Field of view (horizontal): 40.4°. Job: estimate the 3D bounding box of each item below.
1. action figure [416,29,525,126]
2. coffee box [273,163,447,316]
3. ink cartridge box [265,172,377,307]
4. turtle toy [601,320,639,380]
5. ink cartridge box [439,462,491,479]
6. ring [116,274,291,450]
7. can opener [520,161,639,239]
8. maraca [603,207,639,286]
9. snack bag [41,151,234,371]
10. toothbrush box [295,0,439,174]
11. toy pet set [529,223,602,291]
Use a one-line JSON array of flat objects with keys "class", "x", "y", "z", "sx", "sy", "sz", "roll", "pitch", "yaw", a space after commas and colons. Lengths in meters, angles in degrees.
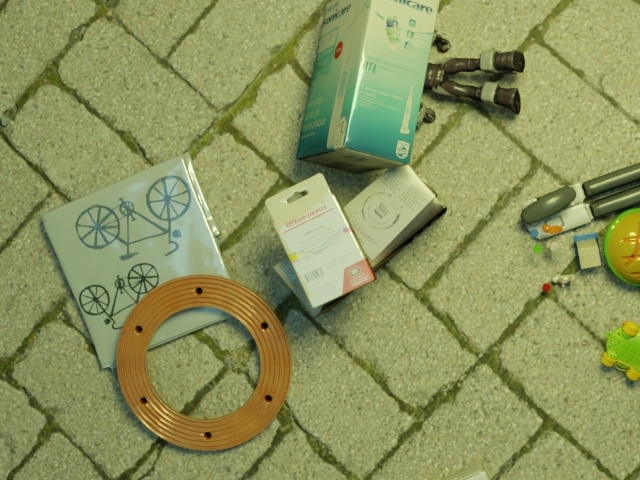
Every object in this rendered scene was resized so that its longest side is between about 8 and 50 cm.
[{"class": "action figure", "x": 0.220, "y": -0.295, "z": 1.582, "sx": 0.285, "sy": 0.099, "sz": 0.185, "roll": 11, "pitch": 97, "yaw": 23}, {"class": "coffee box", "x": 0.077, "y": -0.004, "z": 1.556, "sx": 0.297, "sy": 0.168, "sz": 0.119, "roll": -41, "pitch": 83, "yaw": 6}, {"class": "ink cartridge box", "x": 0.000, "y": 0.000, "z": 1.449, "sx": 0.115, "sy": 0.067, "sz": 0.198, "roll": -25, "pitch": 85, "yaw": 7}, {"class": "turtle toy", "x": 0.561, "y": 0.193, "z": 1.529, "sx": 0.130, "sy": 0.066, "sz": 0.095, "roll": 29, "pitch": 116, "yaw": 5}, {"class": "ink cartridge box", "x": 0.269, "y": 0.516, "z": 1.555, "sx": 0.140, "sy": 0.082, "sz": 0.190, "roll": -25, "pitch": 84, "yaw": 6}, {"class": "ring", "x": -0.219, "y": 0.230, "z": 1.643, "sx": 0.337, "sy": 0.032, "sz": 0.336, "roll": 1, "pitch": 97, "yaw": 6}, {"class": "can opener", "x": 0.494, "y": -0.078, "z": 1.532, "sx": 0.284, "sy": 0.095, "sz": 0.075, "roll": -20, "pitch": 86, "yaw": 14}, {"class": "maraca", "x": 0.569, "y": 0.026, "z": 1.522, "sx": 0.127, "sy": 0.099, "sz": 0.185, "roll": -45, "pitch": 108, "yaw": 1}, {"class": "snack bag", "x": -0.337, "y": 0.042, "z": 1.683, "sx": 0.323, "sy": 0.037, "sz": 0.342, "roll": -23, "pitch": 88, "yaw": 8}, {"class": "toothbrush box", "x": 0.077, "y": -0.275, "z": 1.485, "sx": 0.126, "sy": 0.216, "sz": 0.295, "roll": 14, "pitch": 86, "yaw": -22}, {"class": "toy pet set", "x": 0.439, "y": 0.016, "z": 1.554, "sx": 0.114, "sy": 0.065, "sz": 0.122, "roll": -11, "pitch": 110, "yaw": 14}]
